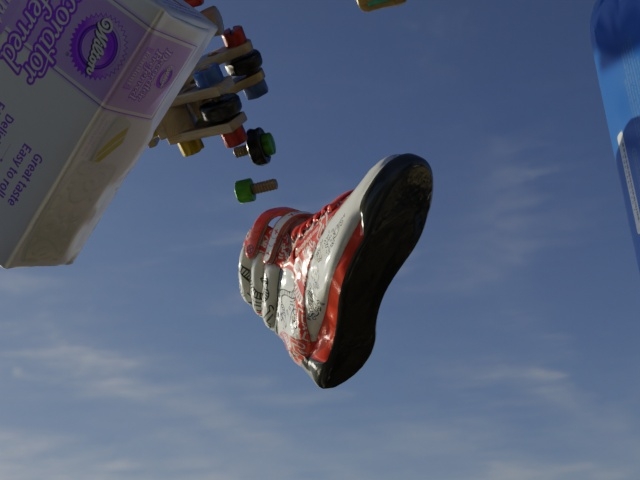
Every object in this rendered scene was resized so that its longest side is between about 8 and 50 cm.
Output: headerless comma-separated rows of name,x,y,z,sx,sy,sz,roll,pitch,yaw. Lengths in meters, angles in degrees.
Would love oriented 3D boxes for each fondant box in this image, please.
fondant box,-0.283,-0.168,0.806,0.238,0.330,0.096,-56,-15,12

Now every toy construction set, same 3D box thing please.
toy construction set,-0.222,-0.225,1.421,0.237,0.258,0.309,-13,-39,13

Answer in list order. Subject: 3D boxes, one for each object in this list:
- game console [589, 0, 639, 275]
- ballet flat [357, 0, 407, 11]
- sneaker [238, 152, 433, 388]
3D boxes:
game console,0.292,-0.074,0.579,0.173,0.293,0.250,-6,-16,-1
ballet flat,0.047,-0.353,1.234,0.073,0.232,0.080,-25,-54,3
sneaker,-0.001,0.001,0.862,0.090,0.145,0.270,-25,-33,-34
